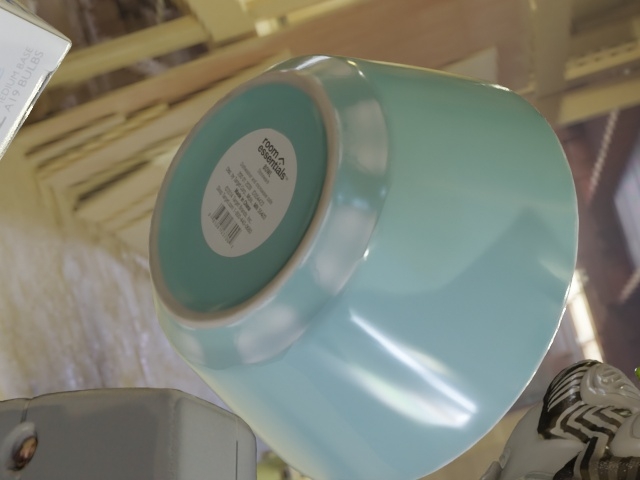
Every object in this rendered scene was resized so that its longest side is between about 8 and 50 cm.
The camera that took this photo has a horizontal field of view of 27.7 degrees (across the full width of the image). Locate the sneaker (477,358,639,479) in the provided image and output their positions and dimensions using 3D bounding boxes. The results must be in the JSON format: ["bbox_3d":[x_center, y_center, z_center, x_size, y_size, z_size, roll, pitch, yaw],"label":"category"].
[{"bbox_3d":[0.062,0.155,0.509,0.366,0.210,0.137,-5,70,-89],"label":"sneaker"}]

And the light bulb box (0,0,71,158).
[{"bbox_3d":[-0.451,-0.120,1.037,0.361,0.358,0.225,38,9,36],"label":"light bulb box"}]

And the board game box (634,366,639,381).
[{"bbox_3d":[0.222,0.101,0.565,0.181,0.092,0.043,50,14,-29],"label":"board game box"}]

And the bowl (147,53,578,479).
[{"bbox_3d":[0.000,0.000,0.879,0.163,0.311,0.311,26,38,-41],"label":"bowl"}]

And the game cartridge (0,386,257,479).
[{"bbox_3d":[-0.137,0.156,0.381,0.060,0.294,0.196,34,42,-44],"label":"game cartridge"}]
